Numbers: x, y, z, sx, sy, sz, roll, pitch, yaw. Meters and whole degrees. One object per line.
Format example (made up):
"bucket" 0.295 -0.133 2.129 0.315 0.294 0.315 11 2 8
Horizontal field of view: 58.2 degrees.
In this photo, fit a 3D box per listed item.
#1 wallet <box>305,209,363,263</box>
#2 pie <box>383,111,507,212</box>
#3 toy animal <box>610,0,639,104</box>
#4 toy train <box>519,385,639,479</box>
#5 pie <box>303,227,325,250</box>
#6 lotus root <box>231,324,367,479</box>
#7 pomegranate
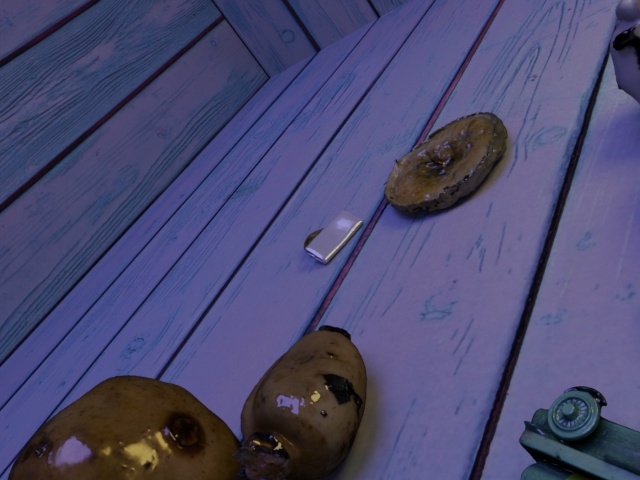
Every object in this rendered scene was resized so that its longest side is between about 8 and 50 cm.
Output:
"wallet" 0.029 -0.008 1.169 0.061 0.025 0.122 29 65 35
"pie" 0.238 -0.149 1.099 0.274 0.055 0.274 -32 25 16
"toy animal" 0.499 -0.267 0.783 0.204 0.208 0.156 -31 0 16
"toy train" 0.244 0.201 0.453 0.132 0.083 0.200 -52 26 -19
"pie" 0.001 0.000 1.214 0.084 0.021 0.084 -23 29 13
"lotus root" -0.012 0.209 0.732 0.154 0.140 0.257 -38 10 37
"pomegranate" -0.222 0.307 0.691 0.281 0.281 0.281 -31 25 17
